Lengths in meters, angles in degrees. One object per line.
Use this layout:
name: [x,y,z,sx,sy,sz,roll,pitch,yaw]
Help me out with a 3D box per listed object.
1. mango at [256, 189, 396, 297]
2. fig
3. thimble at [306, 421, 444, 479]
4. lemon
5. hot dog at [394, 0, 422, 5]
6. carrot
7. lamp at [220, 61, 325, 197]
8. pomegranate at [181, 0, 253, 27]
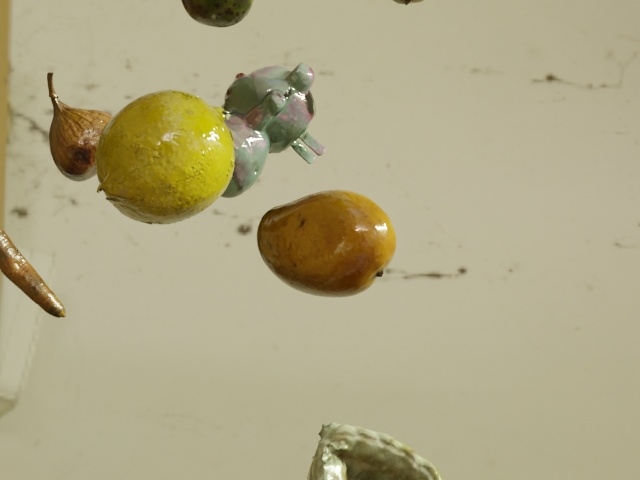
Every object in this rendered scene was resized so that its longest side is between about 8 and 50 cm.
mango: [0.002,0.007,1.010,0.164,0.089,0.115,-15,-97,31]
fig: [-0.479,-0.216,1.828,0.201,0.146,0.133,48,-32,-11]
thimble: [0.051,0.288,0.978,0.190,0.137,0.144,44,-33,26]
lemon: [-0.204,-0.106,1.245,0.173,0.206,0.174,29,-45,33]
hot dog: [0.089,-0.356,1.184,0.252,0.069,0.131,34,-72,66]
carrot: [-0.351,0.029,1.095,0.165,0.035,0.035,50,-24,-3]
lamp: [-0.121,-0.222,1.997,0.301,0.247,0.247,-52,-174,-28]
pomegranate: [-0.148,-0.372,1.401,0.130,0.130,0.130,-179,-90,-70]
